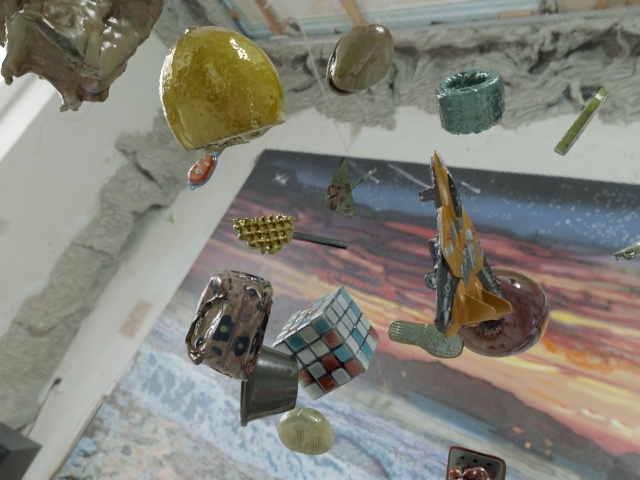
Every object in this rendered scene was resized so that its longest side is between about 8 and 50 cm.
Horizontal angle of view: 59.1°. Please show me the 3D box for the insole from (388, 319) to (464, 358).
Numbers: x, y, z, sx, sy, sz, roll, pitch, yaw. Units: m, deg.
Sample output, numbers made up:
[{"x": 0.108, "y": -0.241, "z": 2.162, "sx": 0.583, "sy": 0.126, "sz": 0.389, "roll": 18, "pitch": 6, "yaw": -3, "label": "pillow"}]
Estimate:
[{"x": 0.206, "y": 0.192, "z": 1.123, "sx": 0.004, "sy": 0.064, "sz": 0.188, "roll": 22, "pitch": -11, "yaw": -40, "label": "insole"}]

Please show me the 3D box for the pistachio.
[{"x": 0.137, "y": -0.616, "z": 1.931, "sx": 0.197, "sy": 0.288, "sz": 0.166, "roll": 35, "pitch": -6, "yaw": -11, "label": "pistachio"}]

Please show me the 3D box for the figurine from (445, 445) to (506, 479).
[{"x": 0.386, "y": 0.692, "z": 1.482, "sx": 0.160, "sy": 0.184, "sz": 0.226, "roll": 7, "pitch": 14, "yaw": 24, "label": "figurine"}]

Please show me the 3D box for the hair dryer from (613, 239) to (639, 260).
[{"x": 0.719, "y": 0.027, "z": 1.152, "sx": 0.237, "sy": 0.206, "sz": 0.075, "roll": -9, "pitch": -49, "yaw": -7, "label": "hair dryer"}]

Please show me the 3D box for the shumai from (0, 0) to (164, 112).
[{"x": -0.349, "y": -0.333, "z": 0.829, "sx": 0.262, "sy": 0.313, "sz": 0.267, "roll": 52, "pitch": -33, "yaw": 31, "label": "shumai"}]

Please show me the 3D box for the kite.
[{"x": 0.094, "y": -0.168, "z": 1.807, "sx": 0.012, "sy": 0.250, "sz": 0.229, "roll": 27, "pitch": -39, "yaw": 45, "label": "kite"}]

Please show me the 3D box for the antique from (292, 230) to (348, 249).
[{"x": 0.000, "y": 0.000, "z": 1.925, "sx": 0.191, "sy": 0.031, "sz": 0.015, "roll": 11, "pitch": -50, "yaw": 6, "label": "antique"}]

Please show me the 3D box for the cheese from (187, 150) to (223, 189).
[{"x": -0.383, "y": -0.283, "z": 1.969, "sx": 0.106, "sy": 0.256, "sz": 0.037, "roll": 32, "pitch": -6, "yaw": 33, "label": "cheese"}]

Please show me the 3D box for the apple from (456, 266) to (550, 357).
[{"x": 0.547, "y": 0.217, "z": 1.753, "sx": 0.305, "sy": 0.306, "sz": 0.235, "roll": 22, "pitch": 17, "yaw": 22, "label": "apple"}]

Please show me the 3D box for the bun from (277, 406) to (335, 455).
[{"x": -0.043, "y": 0.611, "z": 1.818, "sx": 0.188, "sy": 0.164, "sz": 0.111, "roll": 6, "pitch": 22, "yaw": 12, "label": "bun"}]

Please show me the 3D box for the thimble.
[{"x": 0.450, "y": -0.420, "z": 1.694, "sx": 0.198, "sy": 0.235, "sz": 0.143, "roll": -5, "pitch": -57, "yaw": 22, "label": "thimble"}]

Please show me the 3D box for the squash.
[{"x": 0.765, "y": -0.349, "z": 1.663, "sx": 0.041, "sy": 0.219, "sz": 0.219, "roll": 37, "pitch": -14, "yaw": 17, "label": "squash"}]

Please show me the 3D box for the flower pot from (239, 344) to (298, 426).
[{"x": -0.156, "y": 0.429, "z": 1.710, "sx": 0.166, "sy": 0.269, "sz": 0.269, "roll": 4, "pitch": -15, "yaw": -7, "label": "flower pot"}]

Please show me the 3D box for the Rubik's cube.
[{"x": 0.025, "y": 0.357, "z": 1.994, "sx": 0.256, "sy": 0.253, "sz": 0.259, "roll": 53, "pitch": 23, "yaw": -6, "label": "Rubik's cube"}]

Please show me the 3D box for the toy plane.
[{"x": 0.228, "y": 0.000, "z": 0.996, "sx": 0.204, "sy": 0.316, "sz": 0.103, "roll": -9, "pitch": -15, "yaw": -41, "label": "toy plane"}]

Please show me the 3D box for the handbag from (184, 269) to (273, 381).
[{"x": -0.212, "y": 0.201, "z": 1.348, "sx": 0.190, "sy": 0.252, "sz": 0.193, "roll": 19, "pitch": -4, "yaw": -14, "label": "handbag"}]

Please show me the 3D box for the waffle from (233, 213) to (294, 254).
[{"x": -0.173, "y": -0.039, "z": 1.726, "sx": 0.191, "sy": 0.161, "sz": 0.046, "roll": 28, "pitch": -27, "yaw": -20, "label": "waffle"}]

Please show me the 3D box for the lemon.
[{"x": -0.282, "y": -0.432, "z": 1.584, "sx": 0.364, "sy": 0.364, "sz": 0.364, "roll": 27, "pitch": -17, "yaw": 9, "label": "lemon"}]
